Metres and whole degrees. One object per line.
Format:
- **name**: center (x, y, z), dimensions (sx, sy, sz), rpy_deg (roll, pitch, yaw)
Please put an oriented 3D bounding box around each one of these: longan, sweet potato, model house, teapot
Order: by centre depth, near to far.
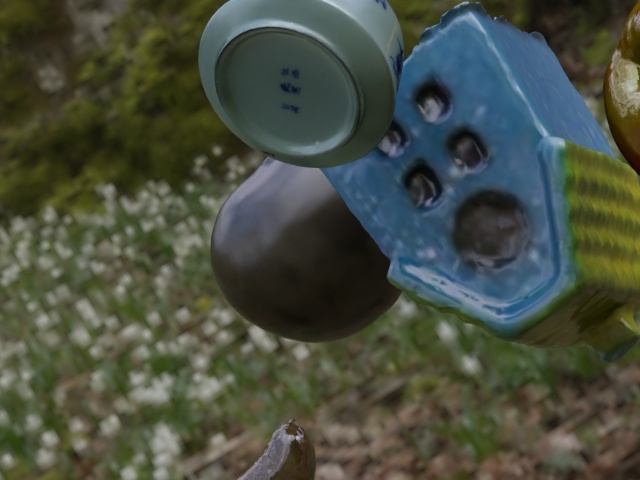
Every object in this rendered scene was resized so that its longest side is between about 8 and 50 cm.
- **teapot**: center (-0.002, -0.155, 1.447), dimensions (0.159, 0.159, 0.232), rpy_deg (-22, -45, -26)
- **model house**: center (0.165, -0.029, 1.626), dimensions (0.215, 0.303, 0.237), rpy_deg (-42, -19, 17)
- **sweet potato**: center (-0.134, 0.315, 1.831), dimensions (0.341, 0.092, 0.114), rpy_deg (-35, -56, -10)
- **longan**: center (0.000, 0.000, 1.876), dimensions (0.220, 0.196, 0.196), rpy_deg (-49, -18, -10)

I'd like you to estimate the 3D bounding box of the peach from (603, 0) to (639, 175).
- **peach**: center (0.311, -0.113, 1.382), dimensions (0.192, 0.190, 0.190), rpy_deg (0, -33, -24)
